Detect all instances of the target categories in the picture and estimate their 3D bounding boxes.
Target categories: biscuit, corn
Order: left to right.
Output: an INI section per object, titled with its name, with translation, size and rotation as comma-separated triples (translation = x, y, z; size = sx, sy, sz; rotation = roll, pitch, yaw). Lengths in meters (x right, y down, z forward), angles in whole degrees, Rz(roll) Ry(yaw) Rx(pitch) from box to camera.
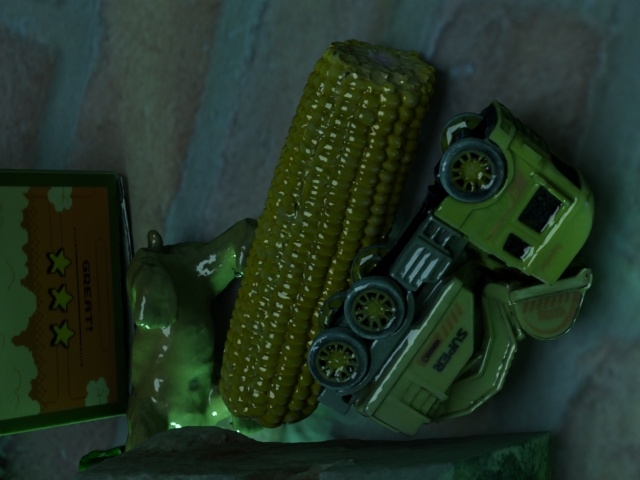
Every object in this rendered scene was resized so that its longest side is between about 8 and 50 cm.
[biscuit]
translation = -0.155, 0.196, 1.066
size = 0.046, 0.016, 0.089
rotation = -11, 87, 37
[corn]
translation = 0.000, 0.000, 0.893
size = 0.081, 0.081, 0.248
rotation = 30, 110, 31

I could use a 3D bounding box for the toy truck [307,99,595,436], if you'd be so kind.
[toy truck]
translation = 0.080, 0.028, 0.815
size = 0.116, 0.085, 0.191
rotation = 33, 103, -6

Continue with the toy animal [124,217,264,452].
[toy animal]
translation = -0.100, 0.090, 0.980
size = 0.101, 0.103, 0.219
rotation = 13, 104, 53

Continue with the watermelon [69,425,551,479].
[watermelon]
translation = -0.047, 0.206, 0.832
size = 0.258, 0.387, 0.228
rotation = 45, 155, 44

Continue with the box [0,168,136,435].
[box]
translation = -0.251, 0.043, 1.043
size = 0.194, 0.148, 0.178
rotation = -4, 88, 37
